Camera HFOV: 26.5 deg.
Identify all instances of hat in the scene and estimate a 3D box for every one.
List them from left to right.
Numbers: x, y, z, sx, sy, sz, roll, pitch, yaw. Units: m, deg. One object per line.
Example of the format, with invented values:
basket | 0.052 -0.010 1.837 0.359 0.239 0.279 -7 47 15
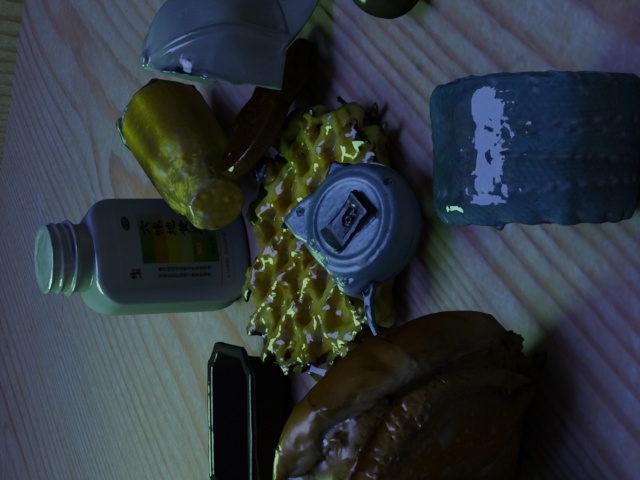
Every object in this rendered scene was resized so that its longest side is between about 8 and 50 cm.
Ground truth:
hat | -0.123 -0.338 1.927 0.301 0.168 0.258 -61 28 -8

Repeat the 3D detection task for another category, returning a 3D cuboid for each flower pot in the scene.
flower pot | -0.103 0.280 2.068 0.179 0.084 0.250 -178 86 -64

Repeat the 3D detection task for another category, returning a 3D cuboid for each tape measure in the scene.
tape measure | 0.091 0.037 1.583 0.330 0.084 0.164 47 114 32

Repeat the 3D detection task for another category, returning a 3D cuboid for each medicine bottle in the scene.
medicine bottle | -0.283 0.025 2.158 0.124 0.324 0.179 140 125 -60

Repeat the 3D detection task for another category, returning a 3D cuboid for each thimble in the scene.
thimble | 0.203 -0.085 1.287 0.235 0.198 0.143 -52 -39 -85

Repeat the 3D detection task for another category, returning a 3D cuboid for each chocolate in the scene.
chocolate | -0.213 -0.119 2.130 0.445 0.162 0.162 -125 41 -63

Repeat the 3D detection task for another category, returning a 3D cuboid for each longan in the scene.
longan | 0.082 -0.323 1.654 0.119 0.106 0.106 -58 -10 -53

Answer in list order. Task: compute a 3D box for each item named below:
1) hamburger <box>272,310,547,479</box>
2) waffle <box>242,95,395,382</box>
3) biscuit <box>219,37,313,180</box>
hamburger | 0.093 0.208 1.412 0.170 0.314 0.290 48 148 29
waffle | 0.000 0.000 1.836 0.380 0.095 0.382 -1 87 64
biscuit | -0.077 -0.181 1.926 0.180 0.039 0.236 -30 29 51
